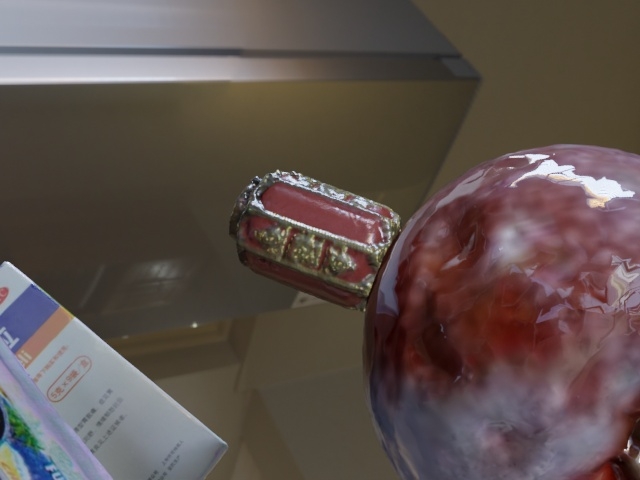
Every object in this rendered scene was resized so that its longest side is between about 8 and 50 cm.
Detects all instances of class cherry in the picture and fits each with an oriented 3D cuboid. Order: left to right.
[{"bbox_3d":[0.192,0.093,0.542,0.291,0.335,0.326,-43,-110,12],"label":"cherry"}]

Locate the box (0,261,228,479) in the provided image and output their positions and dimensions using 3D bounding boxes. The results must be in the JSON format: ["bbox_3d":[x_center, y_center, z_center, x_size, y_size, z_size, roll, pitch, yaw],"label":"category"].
[{"bbox_3d":[-0.271,0.195,0.815,0.299,0.200,0.106,40,-16,0],"label":"box"}]

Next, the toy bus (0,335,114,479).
[{"bbox_3d":[-0.171,0.172,0.461,0.112,0.138,0.317,-44,-100,6],"label":"toy bus"}]

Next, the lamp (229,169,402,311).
[{"bbox_3d":[0.000,0.000,1.214,0.274,0.177,0.177,21,-56,10],"label":"lamp"}]
